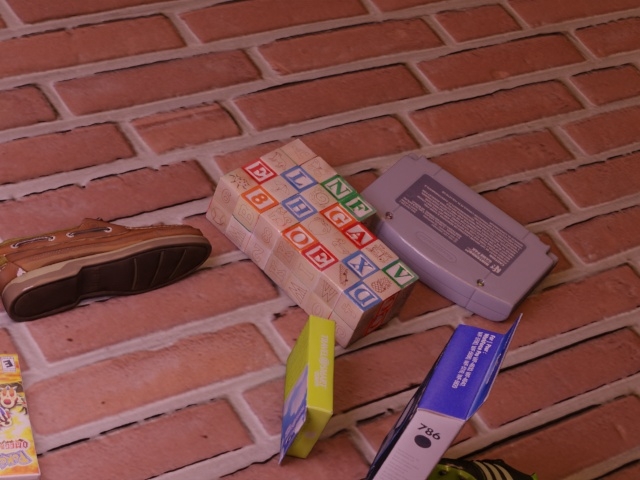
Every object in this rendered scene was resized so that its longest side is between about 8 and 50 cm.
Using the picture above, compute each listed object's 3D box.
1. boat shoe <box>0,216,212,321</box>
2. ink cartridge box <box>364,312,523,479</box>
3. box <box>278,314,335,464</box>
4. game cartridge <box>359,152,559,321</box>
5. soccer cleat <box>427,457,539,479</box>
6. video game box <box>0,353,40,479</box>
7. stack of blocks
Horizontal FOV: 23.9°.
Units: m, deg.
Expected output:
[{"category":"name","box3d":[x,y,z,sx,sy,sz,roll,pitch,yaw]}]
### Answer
[{"category":"boat shoe","box3d":[-0.297,0.013,2.041,0.307,0.110,0.104,-12,55,-32]},{"category":"ink cartridge box","box3d":[0.135,0.224,1.866,0.065,0.332,0.165,31,43,2]},{"category":"box","box3d":[-0.017,0.199,1.986,0.042,0.109,0.178,15,44,-12]},{"category":"game cartridge","box3d":[0.202,-0.004,2.323,0.294,0.060,0.196,37,41,13]},{"category":"soccer cleat","box3d":[0.214,0.319,2.016,0.179,0.060,0.072,19,34,-15]},{"category":"video game box","box3d":[-0.453,0.223,1.817,0.205,0.048,0.187,-1,50,-24]},{"category":"stack of blocks","box3d":[0.000,0.000,2.202,0.297,0.087,0.171,43,46,19]}]
